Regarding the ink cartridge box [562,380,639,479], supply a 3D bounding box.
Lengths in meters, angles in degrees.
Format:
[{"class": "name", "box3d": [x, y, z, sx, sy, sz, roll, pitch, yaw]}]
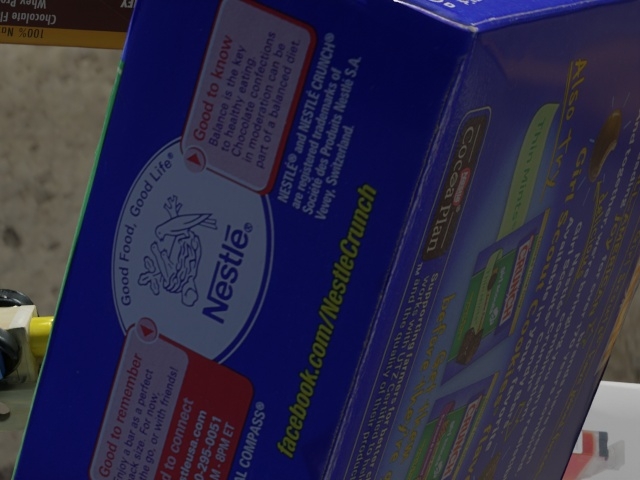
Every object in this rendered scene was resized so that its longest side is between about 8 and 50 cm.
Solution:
[{"class": "ink cartridge box", "box3d": [0.219, 0.240, 1.783, 0.384, 0.279, 0.160, 5, 71, 9]}]

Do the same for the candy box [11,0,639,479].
[{"class": "candy box", "box3d": [0.032, 0.011, 0.701, 0.122, 0.268, 0.317, 26, 20, 22]}]

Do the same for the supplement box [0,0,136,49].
[{"class": "supplement box", "box3d": [-0.227, -0.293, 1.709, 0.191, 0.194, 0.129, 3, 35, -4]}]

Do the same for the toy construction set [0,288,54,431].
[{"class": "toy construction set", "box3d": [-0.264, 0.153, 1.345, 0.327, 0.215, 0.151, -10, 26, -6]}]
